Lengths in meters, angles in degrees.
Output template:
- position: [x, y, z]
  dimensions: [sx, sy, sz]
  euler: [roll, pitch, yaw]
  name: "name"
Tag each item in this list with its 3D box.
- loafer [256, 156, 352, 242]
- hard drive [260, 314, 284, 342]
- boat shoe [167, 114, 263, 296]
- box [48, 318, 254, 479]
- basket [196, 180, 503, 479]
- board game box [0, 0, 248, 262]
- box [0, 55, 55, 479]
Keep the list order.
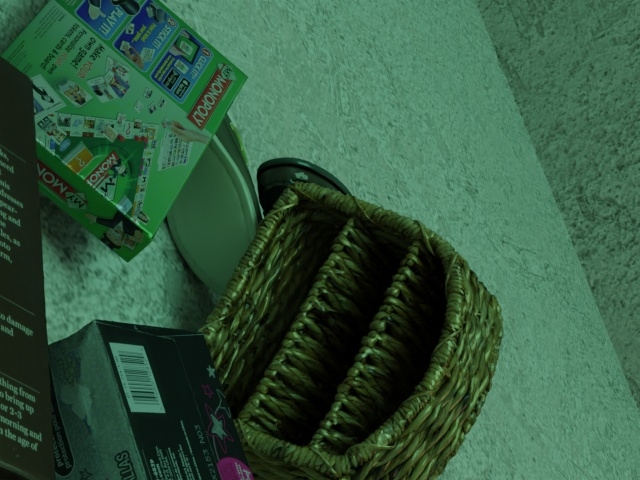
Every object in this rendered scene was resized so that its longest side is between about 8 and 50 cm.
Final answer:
- position: [0.000, 0.000, 1.672]
  dimensions: [0.267, 0.096, 0.084]
  euler: [53, 34, -57]
  name: "loafer"
- position: [0.016, 0.148, 1.773]
  dimensions: [0.255, 0.054, 0.172]
  euler: [56, 23, -18]
  name: "hard drive"
- position: [-0.126, -0.078, 1.620]
  dimensions: [0.091, 0.109, 0.305]
  euler: [-5, 67, -63]
  name: "boat shoe"
- position: [-0.149, 0.205, 1.136]
  dimensions: [0.163, 0.142, 0.247]
  euler: [14, 51, -62]
  name: "box"
- position: [0.032, 0.112, 1.490]
  dimensions: [0.223, 0.213, 0.299]
  euler: [50, 58, -34]
  name: "basket"
- position: [-0.206, -0.144, 1.452]
  dimensions: [0.213, 0.046, 0.317]
  euler: [41, 35, -13]
  name: "board game box"
- position: [-0.308, 0.006, 1.054]
  dimensions: [0.191, 0.143, 0.381]
  euler: [39, 34, -48]
  name: "box"
